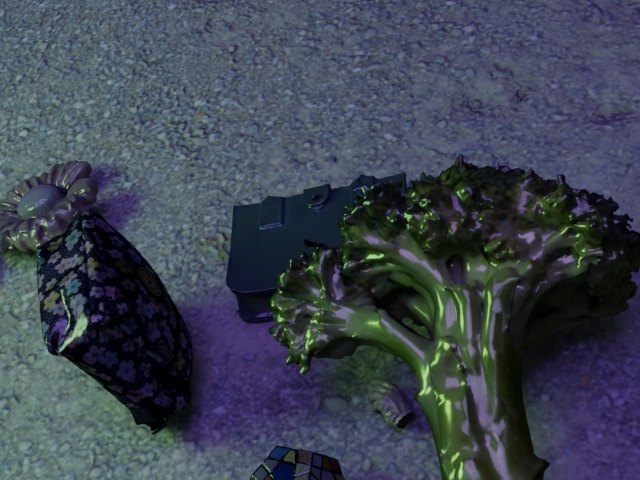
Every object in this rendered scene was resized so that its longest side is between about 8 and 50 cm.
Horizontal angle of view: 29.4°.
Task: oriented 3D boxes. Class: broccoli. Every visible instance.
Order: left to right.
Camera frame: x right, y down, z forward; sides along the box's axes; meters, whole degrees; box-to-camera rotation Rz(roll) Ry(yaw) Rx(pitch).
[{"bbox_3d":[0.191,0.100,1.251,0.353,0.275,0.397,-49,49,16],"label":"broccoli"}]

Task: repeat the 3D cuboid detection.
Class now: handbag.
[{"bbox_3d":[-0.231,0.097,1.408,0.127,0.208,0.228,-33,40,10],"label":"handbag"},{"bbox_3d":[0.000,0.000,1.500,0.229,0.062,0.179,-9,49,12],"label":"handbag"}]

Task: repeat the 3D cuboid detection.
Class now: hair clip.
[{"bbox_3d":[-0.362,-0.001,1.625,0.173,0.069,0.300,-25,47,-2],"label":"hair clip"}]

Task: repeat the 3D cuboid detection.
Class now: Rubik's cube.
[{"bbox_3d":[-0.025,0.264,1.266,0.093,0.111,0.111,-29,42,30],"label":"Rubik's cube"}]

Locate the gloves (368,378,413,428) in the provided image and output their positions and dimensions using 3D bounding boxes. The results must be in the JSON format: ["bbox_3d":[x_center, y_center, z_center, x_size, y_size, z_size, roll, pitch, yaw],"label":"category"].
[{"bbox_3d":[0.080,0.180,1.343,0.044,0.037,0.081,-11,29,-40],"label":"gloves"}]
